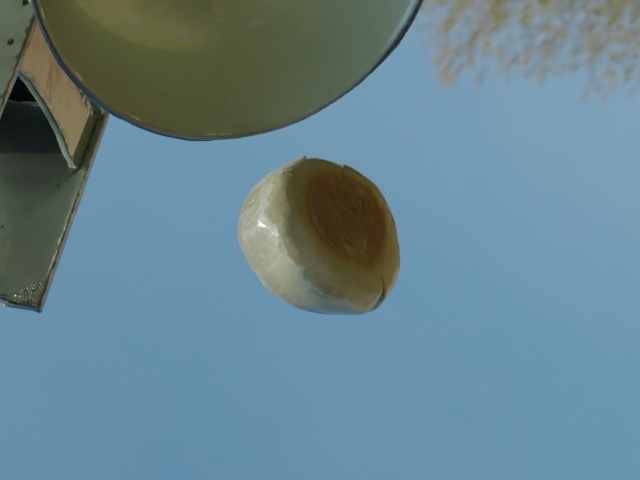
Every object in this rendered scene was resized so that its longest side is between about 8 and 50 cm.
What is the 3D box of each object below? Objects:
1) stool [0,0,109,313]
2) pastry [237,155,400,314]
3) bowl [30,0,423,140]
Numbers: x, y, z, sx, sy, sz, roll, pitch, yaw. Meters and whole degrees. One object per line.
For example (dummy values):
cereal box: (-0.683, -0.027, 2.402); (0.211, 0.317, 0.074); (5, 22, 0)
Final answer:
stool: (-0.358, -0.103, 1.832); (0.170, 0.243, 0.269); (8, -116, 15)
pastry: (0.000, 0.000, 1.575); (0.156, 0.092, 0.156); (22, -134, -25)
bowl: (-0.064, -0.187, 1.011); (0.238, 0.237, 0.126); (19, -160, -31)
